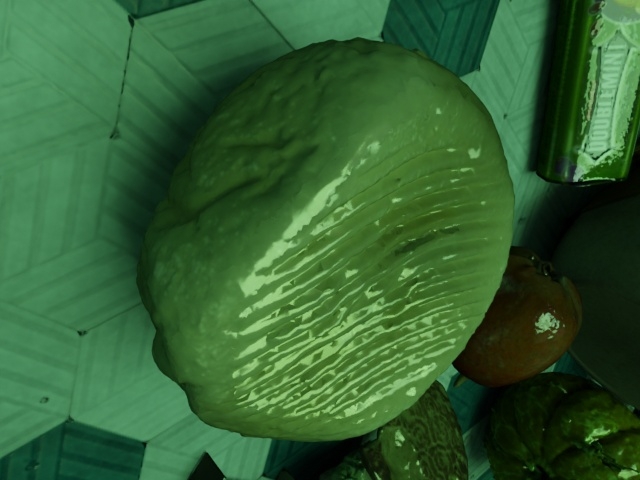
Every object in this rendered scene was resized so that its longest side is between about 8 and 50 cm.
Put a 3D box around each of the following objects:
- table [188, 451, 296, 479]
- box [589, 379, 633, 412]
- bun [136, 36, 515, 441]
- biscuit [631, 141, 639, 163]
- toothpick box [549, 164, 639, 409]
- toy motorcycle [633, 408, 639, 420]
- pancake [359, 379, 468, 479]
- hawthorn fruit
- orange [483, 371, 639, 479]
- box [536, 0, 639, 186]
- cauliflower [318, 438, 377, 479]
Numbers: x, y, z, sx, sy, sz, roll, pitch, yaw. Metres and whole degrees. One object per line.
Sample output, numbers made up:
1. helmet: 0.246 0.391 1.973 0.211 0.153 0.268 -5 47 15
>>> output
1. table: -0.126 0.370 0.664 0.146 0.062 0.175 33 86 -40
2. box: 0.649 0.511 1.258 0.200 0.106 0.299 -38 126 -15
3. bun: 0.000 0.000 0.486 0.349 0.227 0.352 -20 122 -29
4. biscuit: 0.564 -0.166 0.812 0.048 0.292 0.026 31 58 -25
5. toothpick box: 0.623 0.051 0.852 0.425 0.409 0.408 -37 127 -15
6. toy motorcycle: 1.019 0.547 1.500 0.416 0.172 0.232 -45 123 -23
7. pancake: 0.136 0.271 0.734 0.212 0.029 0.235 36 42 -20
8. hawthorn fruit: 0.265 0.134 0.777 0.200 0.199 0.251 7 119 -38
9. orange: 0.448 0.393 0.934 0.223 0.300 0.301 0 107 -31
10. box: 0.399 -0.250 0.738 0.134 0.097 0.345 -4 115 -5
11. cauliflower: 0.104 0.430 0.728 0.316 0.239 0.256 4 117 9
